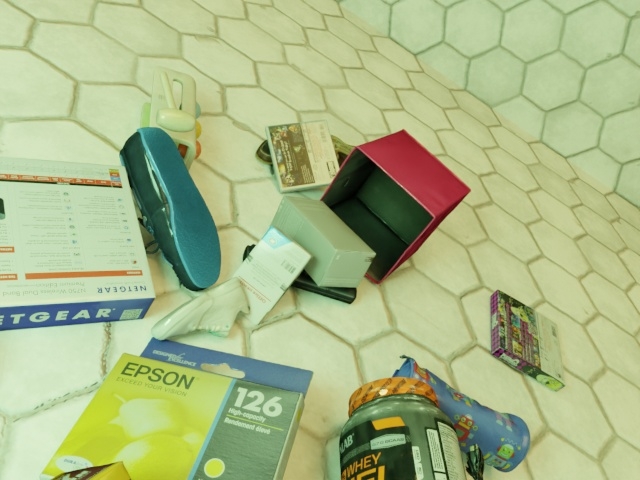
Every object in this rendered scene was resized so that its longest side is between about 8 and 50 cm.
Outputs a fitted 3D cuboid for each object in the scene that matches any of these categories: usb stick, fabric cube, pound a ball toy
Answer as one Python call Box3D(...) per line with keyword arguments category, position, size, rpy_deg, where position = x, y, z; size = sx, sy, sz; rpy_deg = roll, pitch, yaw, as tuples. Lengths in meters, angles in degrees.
Box3D(category="usb stick", position=(-0.041, 0.077, 1.260), size=(0.278, 0.045, 0.077), rpy_deg=(19, 44, -21))
Box3D(category="fabric cube", position=(0.176, -0.093, 1.434), size=(0.254, 0.259, 0.258), rpy_deg=(43, 36, 11))
Box3D(category="pound a ball toy", position=(-0.328, -0.284, 1.292), size=(0.135, 0.208, 0.319), rpy_deg=(13, 42, -26))

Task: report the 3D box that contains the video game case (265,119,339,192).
Box3D(category="video game case", position=(-0.045, -0.227, 1.498), size=(0.173, 0.022, 0.190), rpy_deg=(-10, 75, -16))

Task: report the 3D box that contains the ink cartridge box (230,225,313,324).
Box3D(category="ink cartridge box", position=(-0.110, 0.071, 1.153), size=(0.104, 0.180, 0.060), rpy_deg=(38, 3, 3))

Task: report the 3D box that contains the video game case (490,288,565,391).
Box3D(category="video game case", position=(0.556, 0.264, 1.515), size=(0.210, 0.042, 0.232), rpy_deg=(30, 38, -7))

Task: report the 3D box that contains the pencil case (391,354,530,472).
Box3D(category="pencil case", position=(0.271, 0.354, 1.145), size=(0.306, 0.119, 0.133), rpy_deg=(29, 10, -7))

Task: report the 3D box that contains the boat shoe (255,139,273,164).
Box3D(category="boat shoe", position=(-0.103, -0.275, 1.564), size=(0.073, 0.073, 0.207), rpy_deg=(42, 39, 5))

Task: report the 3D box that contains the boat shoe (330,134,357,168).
Box3D(category="boat shoe", position=(0.052, -0.230, 1.606), size=(0.285, 0.105, 0.089), rpy_deg=(4, 45, -35))

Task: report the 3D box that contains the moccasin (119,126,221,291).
Box3D(category="moccasin", position=(-0.302, -0.056, 1.134), size=(0.137, 0.116, 0.342), rpy_deg=(-9, 78, -58))

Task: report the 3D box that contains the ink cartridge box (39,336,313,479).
Box3D(category="ink cartridge box", position=(-0.189, 0.267, 0.841), size=(0.303, 0.072, 0.307), rpy_deg=(10, 41, 8))

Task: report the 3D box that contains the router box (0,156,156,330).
Box3D(category="router box", position=(-0.483, -0.002, 0.956), size=(0.335, 0.082, 0.301), rpy_deg=(1, 55, -37))

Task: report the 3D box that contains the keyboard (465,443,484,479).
Box3D(category="keyboard", position=(0.245, 0.469, 0.935), size=(0.033, 0.202, 0.317), rpy_deg=(7, 44, -11))

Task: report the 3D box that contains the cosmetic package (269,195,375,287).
Box3D(category="cosmetic package", position=(0.000, 0.000, 1.273), size=(0.127, 0.107, 0.238), rpy_deg=(7, 31, -39))

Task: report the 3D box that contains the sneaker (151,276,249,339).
Box3D(category="sneaker", position=(-0.209, 0.146, 1.038), size=(0.212, 0.080, 0.094), rpy_deg=(-29, 94, -47))

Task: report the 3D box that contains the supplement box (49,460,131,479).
Box3D(category="supplement box", position=(-0.267, 0.370, 0.612), size=(0.129, 0.191, 0.194), rpy_deg=(-26, 89, -49))

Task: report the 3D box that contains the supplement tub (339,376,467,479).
Box3D(category="supplement tub", position=(0.137, 0.411, 0.909), size=(0.207, 0.207, 0.338), rpy_deg=(19, 40, -20))
